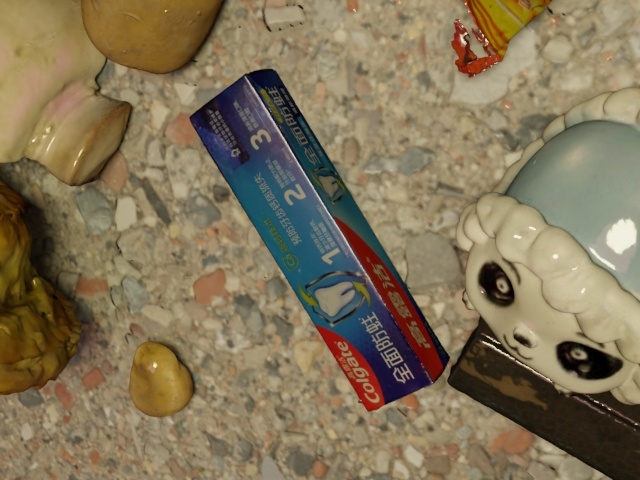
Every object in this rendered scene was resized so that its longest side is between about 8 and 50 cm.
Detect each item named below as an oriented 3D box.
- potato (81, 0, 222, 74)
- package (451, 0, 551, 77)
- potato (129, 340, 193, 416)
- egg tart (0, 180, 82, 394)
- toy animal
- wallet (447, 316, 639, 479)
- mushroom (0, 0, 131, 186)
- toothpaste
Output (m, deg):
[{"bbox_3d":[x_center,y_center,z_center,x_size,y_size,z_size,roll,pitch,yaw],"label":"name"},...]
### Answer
[{"bbox_3d":[-0.148,-0.226,0.739,0.178,0.118,0.109,-54,45,39],"label":"potato"},{"bbox_3d":[0.166,-0.281,0.595,0.288,0.108,0.223,-28,98,34],"label":"package"},{"bbox_3d":[-0.171,0.147,0.879,0.068,0.062,0.083,-10,133,-2],"label":"potato"},{"bbox_3d":[-0.419,-0.001,0.751,0.443,0.443,0.178,24,96,15],"label":"egg tart"},{"bbox_3d":[0.212,0.006,0.604,0.204,0.156,0.208,-43,76,-9],"label":"toy animal"},{"bbox_3d":[0.279,0.136,0.695,0.321,0.044,0.170,30,112,12],"label":"wallet"},{"bbox_3d":[-0.308,-0.166,0.792,0.236,0.162,0.173,29,115,11],"label":"mushroom"},{"bbox_3d":[0.001,-0.001,0.763,0.076,0.066,0.320,-30,92,27],"label":"toothpaste"}]
